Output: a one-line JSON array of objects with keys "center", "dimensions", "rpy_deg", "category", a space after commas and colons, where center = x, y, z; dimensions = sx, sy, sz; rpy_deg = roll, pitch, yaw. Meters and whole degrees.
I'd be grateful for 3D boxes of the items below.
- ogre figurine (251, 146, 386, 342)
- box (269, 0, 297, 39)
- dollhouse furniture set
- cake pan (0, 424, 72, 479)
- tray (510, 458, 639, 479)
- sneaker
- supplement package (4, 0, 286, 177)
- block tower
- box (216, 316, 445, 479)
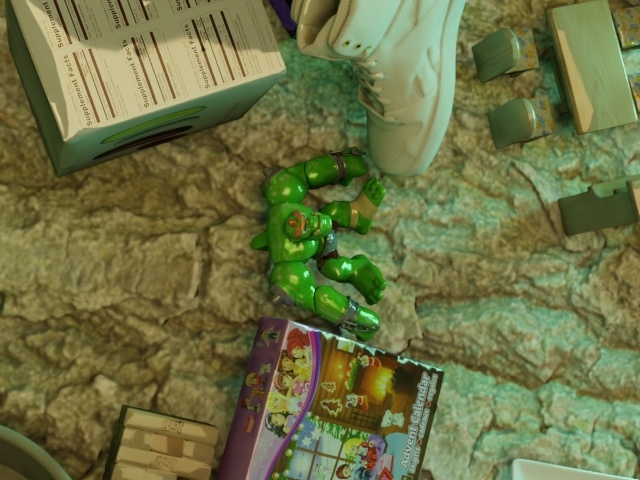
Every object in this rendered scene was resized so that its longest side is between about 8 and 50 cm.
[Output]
[{"center": [0.000, 0.000, 1.082], "dimensions": [0.118, 0.097, 0.197], "rpy_deg": [3, 92, -26], "category": "ogre figurine"}, {"center": [0.058, -0.348, 1.104], "dimensions": [0.270, 0.143, 0.165], "rpy_deg": [-32, 94, -16], "category": "box"}, {"center": [0.311, -0.139, 1.145], "dimensions": [0.212, 0.161, 0.242], "rpy_deg": [-14, 89, -16], "category": "dollhouse furniture set"}, {"center": [-0.338, 0.296, 0.927], "dimensions": [0.293, 0.054, 0.293], "rpy_deg": [4, 60, -6], "category": "cake pan"}, {"center": [0.320, 0.325, 1.156], "dimensions": [0.270, 0.030, 0.145], "rpy_deg": [13, 61, -14], "category": "tray"}, {"center": [0.041, -0.175, 1.011], "dimensions": [0.169, 0.108, 0.292], "rpy_deg": [-18, 132, -30], "category": "sneaker"}, {"center": [-0.168, -0.170, 0.997], "dimensions": [0.203, 0.194, 0.149], "rpy_deg": [-20, 90, -16], "category": "supplement package"}, {"center": [-0.177, 0.328, 1.002], "dimensions": [0.097, 0.091, 0.335], "rpy_deg": [15, 82, -13], "category": "block tower"}, {"center": [-0.002, 0.240, 1.046], "dimensions": [0.201, 0.057, 0.293], "rpy_deg": [20, 79, -32], "category": "box"}]
